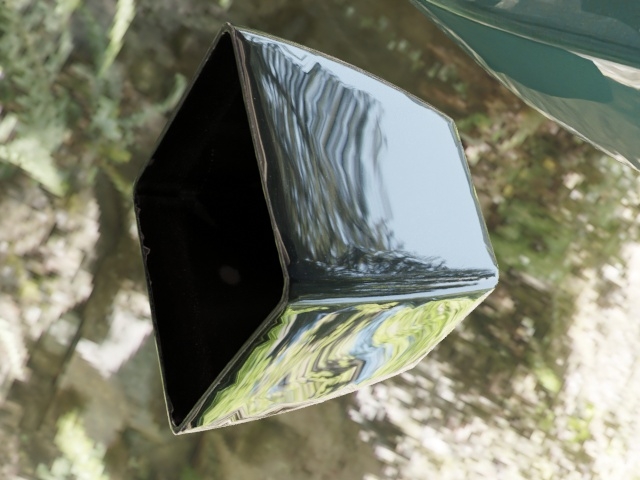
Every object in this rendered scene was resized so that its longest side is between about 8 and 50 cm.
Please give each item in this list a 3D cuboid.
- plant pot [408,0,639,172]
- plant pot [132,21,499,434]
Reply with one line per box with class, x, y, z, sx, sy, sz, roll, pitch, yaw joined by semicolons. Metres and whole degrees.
plant pot;0.155;-0.118;0.627;0.234;0.165;0.166;21;-99;48
plant pot;0.000;0.000;0.893;0.187;0.167;0.188;-52;-138;49
